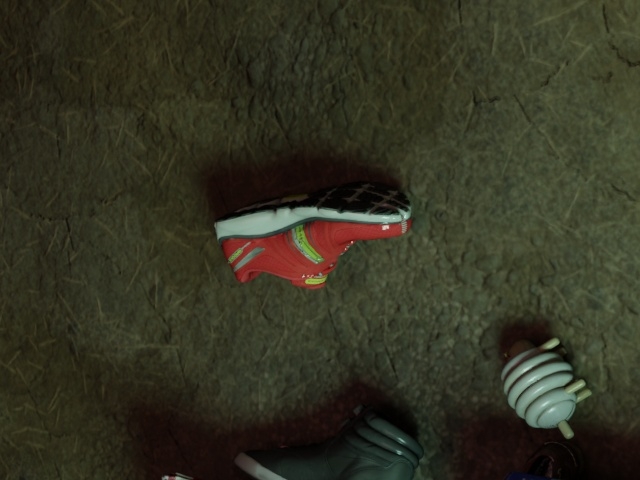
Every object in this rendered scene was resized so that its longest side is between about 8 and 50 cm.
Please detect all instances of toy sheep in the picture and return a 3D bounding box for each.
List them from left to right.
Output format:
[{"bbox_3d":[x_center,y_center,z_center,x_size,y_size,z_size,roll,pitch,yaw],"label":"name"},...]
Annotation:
[{"bbox_3d":[0.253,0.166,1.705,0.091,0.091,0.132,-46,50,24],"label":"toy sheep"}]

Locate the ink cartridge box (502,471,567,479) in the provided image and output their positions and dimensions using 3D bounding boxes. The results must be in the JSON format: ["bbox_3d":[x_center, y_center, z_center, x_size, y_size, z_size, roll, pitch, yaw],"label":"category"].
[{"bbox_3d":[0.310,0.405,1.582,0.395,0.151,0.270,5,120,30],"label":"ink cartridge box"}]

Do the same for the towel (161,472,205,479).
[{"bbox_3d":[-0.048,0.415,1.811,0.329,0.037,0.237,13,124,28],"label":"towel"}]

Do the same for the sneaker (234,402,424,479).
[{"bbox_3d":[0.018,0.269,1.853,0.296,0.104,0.147,8,60,53],"label":"sneaker"}]

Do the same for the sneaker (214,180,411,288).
[{"bbox_3d":[0.000,0.000,1.866,0.279,0.107,0.118,-7,106,35],"label":"sneaker"}]

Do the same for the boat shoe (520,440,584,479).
[{"bbox_3d":[0.232,0.322,1.728,0.073,0.073,0.207,26,106,27],"label":"boat shoe"}]
